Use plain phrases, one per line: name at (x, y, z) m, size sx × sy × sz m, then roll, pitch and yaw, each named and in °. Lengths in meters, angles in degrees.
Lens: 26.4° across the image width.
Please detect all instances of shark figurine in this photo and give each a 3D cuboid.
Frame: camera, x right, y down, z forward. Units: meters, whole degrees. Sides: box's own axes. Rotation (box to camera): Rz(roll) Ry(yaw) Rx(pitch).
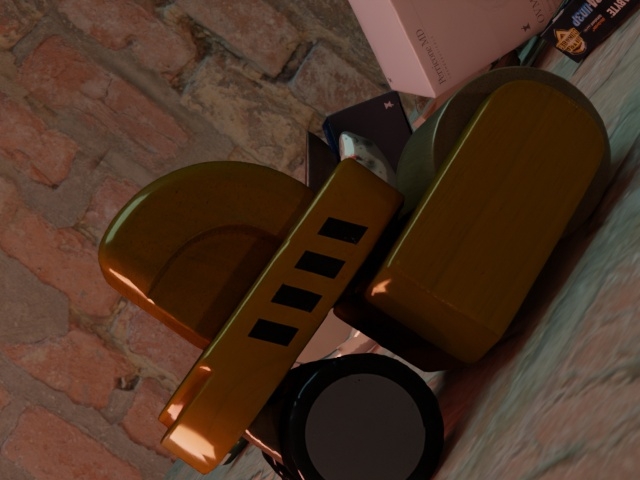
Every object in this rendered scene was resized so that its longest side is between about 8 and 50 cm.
shark figurine at (0.061, 0.046, 1.396) m, size 0.116 × 0.166 × 0.278 m, roll -7°, pitch -61°, yaw -59°

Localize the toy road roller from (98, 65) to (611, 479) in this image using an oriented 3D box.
toy road roller at (0.006, 0.005, 0.884) m, size 0.329 × 0.240 × 0.202 m, roll -55°, pitch 3°, yaw -10°

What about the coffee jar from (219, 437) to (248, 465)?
coffee jar at (-0.115, 0.243, 1.963) m, size 0.184 × 0.079 × 0.096 m, roll -52°, pitch 4°, yaw 46°

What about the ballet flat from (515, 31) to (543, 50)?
ballet flat at (0.262, -0.305, 1.874) m, size 0.247 × 0.087 × 0.083 m, roll -41°, pitch -25°, yaw -48°

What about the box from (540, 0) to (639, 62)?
box at (0.310, -0.294, 1.302) m, size 0.220 × 0.051 × 0.175 m, roll -56°, pitch 2°, yaw -19°

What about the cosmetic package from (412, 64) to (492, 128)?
cosmetic package at (0.173, -0.191, 1.792) m, size 0.115 × 0.041 × 0.060 m, roll -55°, pitch 3°, yaw -11°

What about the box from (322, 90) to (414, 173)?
box at (0.080, -0.124, 1.985) m, size 0.108 × 0.153 × 0.207 m, roll -21°, pitch 0°, yaw -1°

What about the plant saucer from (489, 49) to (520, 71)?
plant saucer at (0.175, -0.119, 1.725) m, size 0.278 × 0.041 × 0.278 m, roll -56°, pitch 2°, yaw 3°

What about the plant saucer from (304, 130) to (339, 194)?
plant saucer at (0.000, 0.000, 1.938) m, size 0.310 × 0.050 × 0.311 m, roll -178°, pitch 90°, yaw -89°

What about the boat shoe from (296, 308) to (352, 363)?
boat shoe at (-0.029, 0.141, 1.652) m, size 0.227 × 0.079 × 0.081 m, roll -57°, pitch 6°, yaw 21°

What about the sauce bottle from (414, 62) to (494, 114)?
sauce bottle at (0.202, -0.242, 2.024) m, size 0.111 × 0.111 × 0.344 m, roll -54°, pitch 4°, yaw 18°

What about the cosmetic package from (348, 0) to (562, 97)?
cosmetic package at (0.156, -0.330, 1.685) m, size 0.224 × 0.224 × 0.138 m, roll -32°, pitch 20°, yaw -11°

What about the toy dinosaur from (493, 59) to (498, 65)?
toy dinosaur at (0.282, -0.305, 2.273) m, size 0.183 × 0.053 × 0.093 m, roll 116°, pitch 170°, yaw -53°
